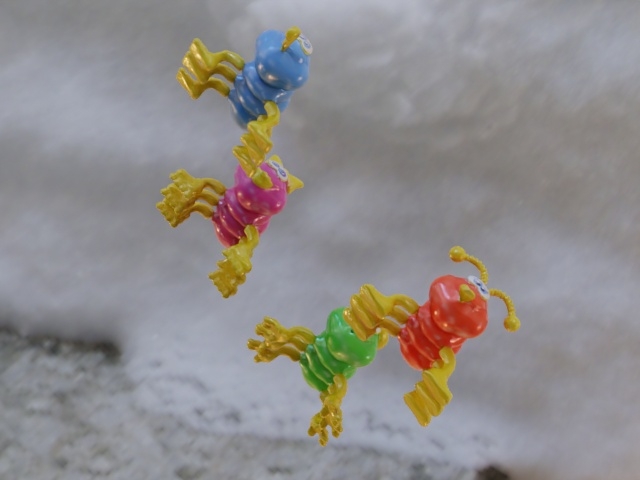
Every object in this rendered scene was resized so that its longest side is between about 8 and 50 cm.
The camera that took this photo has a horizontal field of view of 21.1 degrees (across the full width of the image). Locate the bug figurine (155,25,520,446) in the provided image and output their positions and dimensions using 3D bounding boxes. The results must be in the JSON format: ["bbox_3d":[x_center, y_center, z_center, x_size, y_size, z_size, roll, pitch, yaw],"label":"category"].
[{"bbox_3d":[0.000,0.000,1.107,0.279,0.072,0.216,55,144,10],"label":"bug figurine"}]
